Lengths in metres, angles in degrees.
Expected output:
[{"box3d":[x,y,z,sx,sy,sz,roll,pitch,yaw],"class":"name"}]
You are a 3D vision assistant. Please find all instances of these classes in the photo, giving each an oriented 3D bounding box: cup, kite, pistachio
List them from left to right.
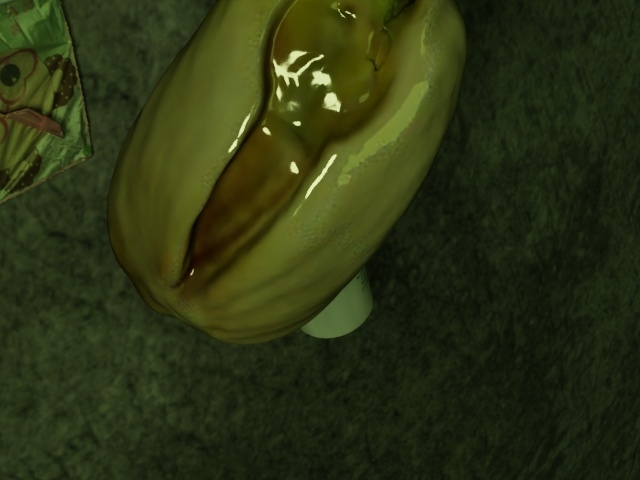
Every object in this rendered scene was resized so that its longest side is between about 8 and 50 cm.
[{"box3d":[-0.214,-0.088,0.748,0.250,0.012,0.229,30,86,-48],"class":"kite"},{"box3d":[-0.021,-0.061,0.826,0.166,0.197,0.288,34,111,-8],"class":"pistachio"},{"box3d":[0.000,0.000,0.981,0.116,0.074,0.104,68,30,-45],"class":"cup"}]

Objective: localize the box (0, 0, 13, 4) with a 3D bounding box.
[{"box3d":[-0.079,-0.261,0.731,0.369,0.112,0.190,-27,126,-38],"class":"box"}]
